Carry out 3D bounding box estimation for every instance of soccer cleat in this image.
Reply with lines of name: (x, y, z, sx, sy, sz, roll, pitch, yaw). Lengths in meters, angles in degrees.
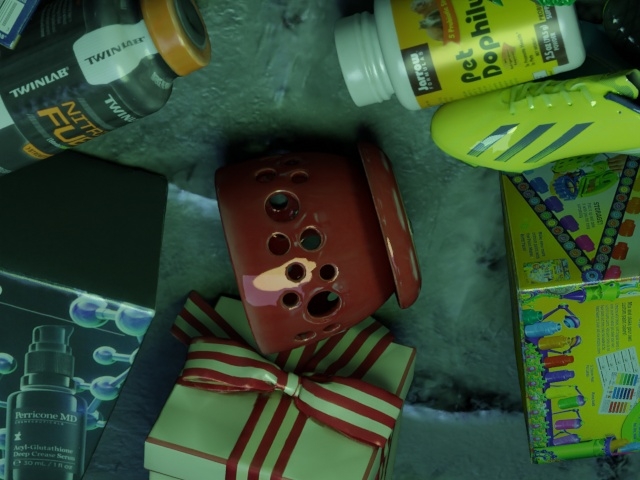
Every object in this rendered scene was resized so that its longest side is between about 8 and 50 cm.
soccer cleat: (0.330, -0.170, 1.674, 0.179, 0.072, 0.060, 42, 80, -34)
soccer cleat: (0.243, -0.122, 1.633, 0.289, 0.093, 0.121, 1, 150, 9)

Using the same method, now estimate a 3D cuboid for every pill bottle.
pill bottle: (0.126, -0.189, 1.629, 0.215, 0.117, 0.117, -15, 129, 11)
pill bottle: (-0.225, -0.157, 1.640, 0.246, 0.130, 0.130, -21, 128, 16)

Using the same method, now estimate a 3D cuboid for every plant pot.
plant pot: (0.000, 0.000, 1.747, 0.174, 0.191, 0.191, -16, 129, -1)

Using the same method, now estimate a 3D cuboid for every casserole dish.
casserole dish: (0.229, -0.132, 1.734, 0.114, 0.037, 0.188, 31, 124, -24)

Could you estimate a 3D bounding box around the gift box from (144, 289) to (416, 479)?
gift box: (-0.046, 0.206, 1.883, 0.255, 0.276, 0.258, 12, 134, 6)

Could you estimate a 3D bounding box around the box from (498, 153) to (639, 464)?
box: (0.331, 0.060, 1.783, 0.279, 0.177, 0.290, -6, 138, 4)

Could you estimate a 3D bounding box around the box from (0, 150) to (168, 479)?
box: (-0.354, 0.101, 1.802, 0.293, 0.212, 0.395, 16, 127, -14)

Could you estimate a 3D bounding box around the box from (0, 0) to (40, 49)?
box: (-0.250, -0.282, 1.423, 0.136, 0.036, 0.225, 30, 91, -7)

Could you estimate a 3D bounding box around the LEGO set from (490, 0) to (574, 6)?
LEGO set: (0.178, -0.363, 1.420, 0.255, 0.192, 0.331, 36, 92, -32)
